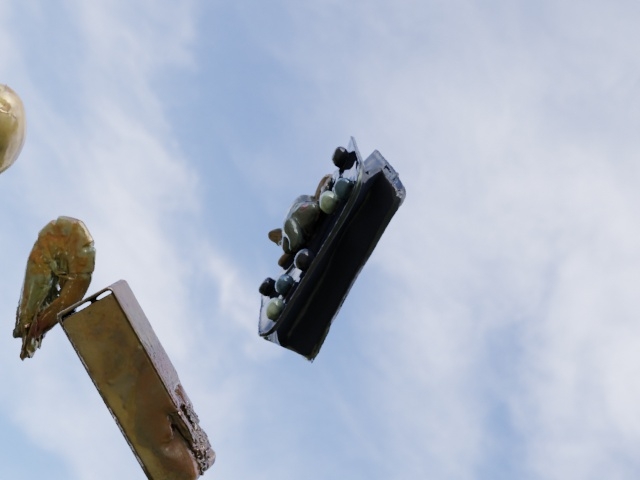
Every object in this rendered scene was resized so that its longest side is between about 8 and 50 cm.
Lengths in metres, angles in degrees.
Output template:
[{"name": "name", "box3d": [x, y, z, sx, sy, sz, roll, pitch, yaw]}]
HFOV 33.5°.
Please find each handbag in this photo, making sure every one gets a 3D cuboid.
[{"name": "handbag", "box3d": [0.000, 0.000, 1.697, 0.118, 0.269, 0.325, 27, -77, -14]}]

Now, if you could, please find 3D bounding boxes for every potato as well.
[{"name": "potato", "box3d": [-0.534, -0.173, 1.720, 0.178, 0.109, 0.118, -59, -147, 33]}]

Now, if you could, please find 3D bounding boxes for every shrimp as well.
[{"name": "shrimp", "box3d": [-0.500, 0.097, 1.979, 0.154, 0.062, 0.294, 29, -76, 27]}]

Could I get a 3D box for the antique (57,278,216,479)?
[{"name": "antique", "box3d": [-0.256, 0.214, 1.531, 0.093, 0.087, 0.309, -28, -87, 6]}]
